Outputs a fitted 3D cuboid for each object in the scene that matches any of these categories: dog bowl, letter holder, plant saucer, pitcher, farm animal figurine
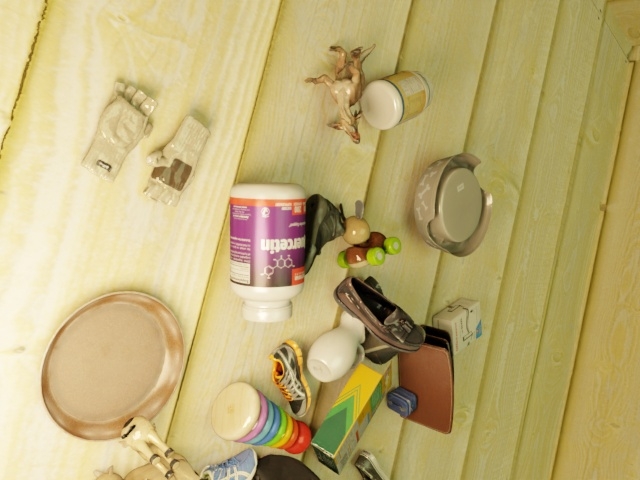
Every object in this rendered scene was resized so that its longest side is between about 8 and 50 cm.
[{"bbox_3d":[0.448,-0.121,1.885,0.348,0.102,0.349,-6,99,-43],"label":"dog bowl"},{"bbox_3d":[0.396,0.470,1.899,0.151,0.214,0.302,-15,106,-43],"label":"letter holder"},{"bbox_3d":[-0.428,0.256,1.157,0.310,0.050,0.311,-9,103,-44],"label":"plant saucer"},{"bbox_3d":[0.059,0.330,1.608,0.207,0.125,0.178,-42,120,-45],"label":"pitcher"},{"bbox_3d":[-0.380,0.505,1.155,0.331,0.172,0.326,-60,151,2],"label":"farm animal figurine"}]

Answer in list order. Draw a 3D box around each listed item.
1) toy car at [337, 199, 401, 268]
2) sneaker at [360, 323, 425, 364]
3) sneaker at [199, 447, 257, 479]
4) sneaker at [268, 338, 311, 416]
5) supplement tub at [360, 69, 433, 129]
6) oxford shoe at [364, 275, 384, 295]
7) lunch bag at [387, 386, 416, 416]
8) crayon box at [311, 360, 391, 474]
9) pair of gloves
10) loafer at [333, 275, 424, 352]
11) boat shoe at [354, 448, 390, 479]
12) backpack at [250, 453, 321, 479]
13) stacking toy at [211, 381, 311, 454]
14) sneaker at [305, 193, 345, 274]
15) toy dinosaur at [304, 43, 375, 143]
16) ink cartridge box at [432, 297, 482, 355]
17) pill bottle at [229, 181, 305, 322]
[{"bbox_3d":[0.116,-0.027,1.605,0.148,0.155,0.189,-29,103,-39],"label":"toy car"},{"bbox_3d":[0.233,0.322,1.732,0.118,0.221,0.083,49,35,-44],"label":"sneaker"},{"bbox_3d":[-0.240,0.584,1.371,0.211,0.080,0.081,-34,121,-38],"label":"sneaker"},{"bbox_3d":[-0.088,0.378,1.500,0.083,0.084,0.215,-20,100,-39],"label":"sneaker"},{"bbox_3d":[0.230,-0.422,1.655,0.199,0.144,0.145,-31,116,-39],"label":"supplement tub"},{"bbox_3d":[0.159,0.223,1.735,0.096,0.082,0.227,-35,118,-18],"label":"oxford shoe"},{"bbox_3d":[0.273,0.546,1.868,0.065,0.098,0.067,-23,117,-38],"label":"lunch bag"},{"bbox_3d":[0.099,0.507,1.647,0.323,0.083,0.203,-53,154,-26],"label":"crayon box"},{"bbox_3d":[-0.359,-0.194,1.168,0.240,0.042,0.204,25,81,-42],"label":"pair of gloves"},{"bbox_3d":[0.176,0.212,1.596,0.302,0.095,0.109,35,49,2],"label":"loafer"},{"bbox_3d":[0.171,0.782,1.822,0.070,0.077,0.219,-45,117,-32],"label":"boat shoe"},{"bbox_3d":[-0.053,0.773,1.450,0.273,0.290,0.356,-1,104,-32],"label":"backpack"},{"bbox_3d":[-0.130,0.484,1.440,0.330,0.141,0.141,45,65,-44],"label":"stacking toy"},{"bbox_3d":[0.000,0.000,1.524,0.130,0.087,0.228,26,72,-37],"label":"sneaker"},{"bbox_3d":[0.078,-0.410,1.528,0.296,0.127,0.200,-64,141,-34],"label":"toy dinosaur"},{"bbox_3d":[0.516,0.323,2.090,0.203,0.085,0.148,-23,112,-42],"label":"ink cartridge box"},{"bbox_3d":[-0.126,0.023,1.334,0.181,0.181,0.323,-7,101,-44],"label":"pill bottle"}]
